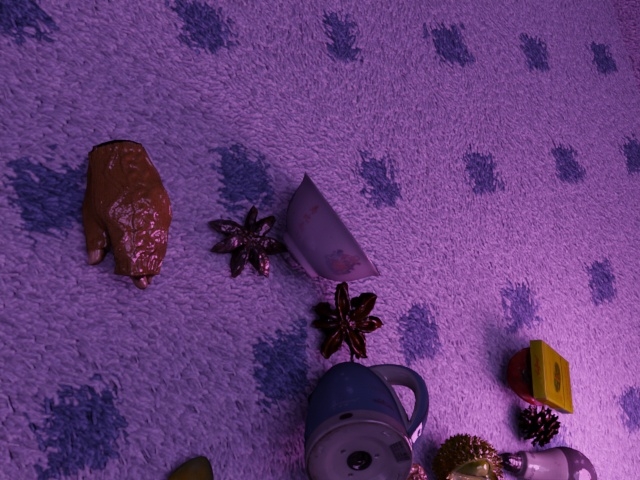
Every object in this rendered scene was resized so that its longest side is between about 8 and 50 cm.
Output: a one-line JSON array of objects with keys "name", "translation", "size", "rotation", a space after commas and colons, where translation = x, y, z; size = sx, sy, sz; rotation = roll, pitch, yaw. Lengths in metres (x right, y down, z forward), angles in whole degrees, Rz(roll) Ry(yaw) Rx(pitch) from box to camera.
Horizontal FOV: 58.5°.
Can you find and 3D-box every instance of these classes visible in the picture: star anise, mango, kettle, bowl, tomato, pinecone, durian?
[{"name": "star anise", "translation": [-0.185, 0.012, 1.517], "size": [0.212, 0.073, 0.197], "rotation": [-23, 87, -31]}, {"name": "mango", "translation": [-0.309, 0.610, 1.278], "size": [0.137, 0.091, 0.238], "rotation": [13, 65, -34]}, {"name": "kettle", "translation": [0.118, 0.429, 1.429], "size": [0.319, 0.342, 0.247], "rotation": [-14, 111, 4]}, {"name": "star anise", "translation": [0.066, 0.224, 1.588], "size": [0.190, 0.126, 0.220], "rotation": [31, 91, -21]}, {"name": "bowl", "translation": [0.000, 0.000, 1.536], "size": [0.157, 0.345, 0.346], "rotation": [-36, 98, 0]}, {"name": "tomato", "translation": [0.678, 0.453, 1.899], "size": [0.173, 0.099, 0.190], "rotation": [13, 68, -51]}, {"name": "pinecone", "translation": [0.709, 0.600, 1.864], "size": [0.120, 0.140, 0.140], "rotation": [43, 55, 18]}, {"name": "durian", "translation": [0.427, 0.664, 1.640], "size": [0.200, 0.176, 0.237], "rotation": [-23, 107, 10]}]

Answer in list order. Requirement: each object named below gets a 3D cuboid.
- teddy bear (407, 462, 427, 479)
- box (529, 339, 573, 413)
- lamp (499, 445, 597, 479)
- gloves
[{"name": "teddy bear", "translation": [0.125, 0.682, 1.439], "size": [0.295, 0.246, 0.223], "rotation": [14, 43, -17]}, {"name": "box", "translation": [0.773, 0.460, 1.903], "size": [0.335, 0.047, 0.187], "rotation": [33, 54, -47]}, {"name": "lamp", "translation": [0.734, 0.735, 1.810], "size": [0.313, 0.182, 0.182], "rotation": [22, 67, -24]}, {"name": "gloves", "translation": [-0.449, -0.060, 1.331], "size": [0.203, 0.155, 0.357], "rotation": [-10, 86, -29]}]
